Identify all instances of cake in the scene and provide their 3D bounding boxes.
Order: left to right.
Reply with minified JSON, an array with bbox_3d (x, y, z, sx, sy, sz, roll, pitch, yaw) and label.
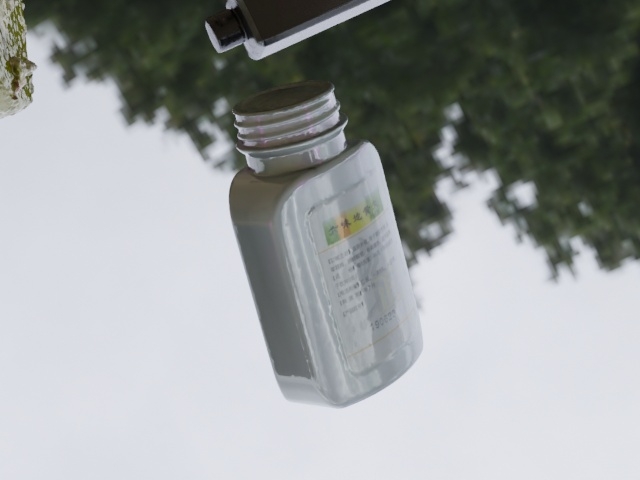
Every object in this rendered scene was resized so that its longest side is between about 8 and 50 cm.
[{"bbox_3d":[-0.431,-0.268,2.200,0.156,0.179,0.260,-13,-107,4],"label":"cake"}]

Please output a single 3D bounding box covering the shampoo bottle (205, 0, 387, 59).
[{"bbox_3d":[-0.007,-0.269,2.013,0.246,0.080,0.079,-25,176,-11],"label":"shampoo bottle"}]

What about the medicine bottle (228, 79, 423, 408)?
[{"bbox_3d":[0.000,0.000,1.946,0.124,0.324,0.179,6,-152,44],"label":"medicine bottle"}]
